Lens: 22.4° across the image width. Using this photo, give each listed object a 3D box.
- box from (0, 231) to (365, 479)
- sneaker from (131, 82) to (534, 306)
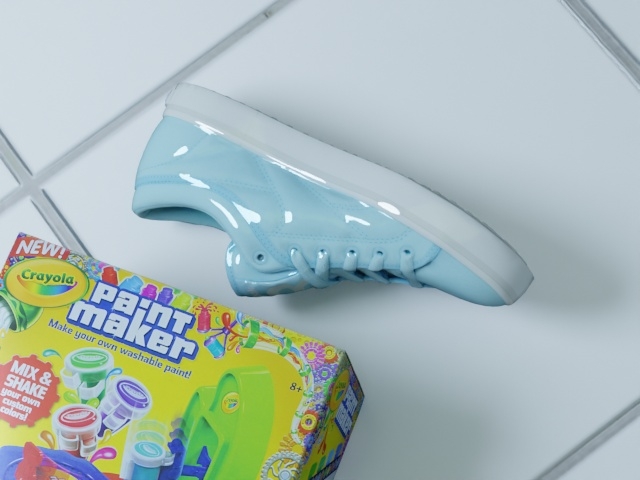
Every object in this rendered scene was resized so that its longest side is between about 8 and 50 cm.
[{"bbox_3d":[-0.152,0.186,1.318,0.290,0.177,0.279,19,75,12],"label":"box"},{"bbox_3d":[0.000,0.000,1.390,0.366,0.135,0.150,25,85,23],"label":"sneaker"}]
